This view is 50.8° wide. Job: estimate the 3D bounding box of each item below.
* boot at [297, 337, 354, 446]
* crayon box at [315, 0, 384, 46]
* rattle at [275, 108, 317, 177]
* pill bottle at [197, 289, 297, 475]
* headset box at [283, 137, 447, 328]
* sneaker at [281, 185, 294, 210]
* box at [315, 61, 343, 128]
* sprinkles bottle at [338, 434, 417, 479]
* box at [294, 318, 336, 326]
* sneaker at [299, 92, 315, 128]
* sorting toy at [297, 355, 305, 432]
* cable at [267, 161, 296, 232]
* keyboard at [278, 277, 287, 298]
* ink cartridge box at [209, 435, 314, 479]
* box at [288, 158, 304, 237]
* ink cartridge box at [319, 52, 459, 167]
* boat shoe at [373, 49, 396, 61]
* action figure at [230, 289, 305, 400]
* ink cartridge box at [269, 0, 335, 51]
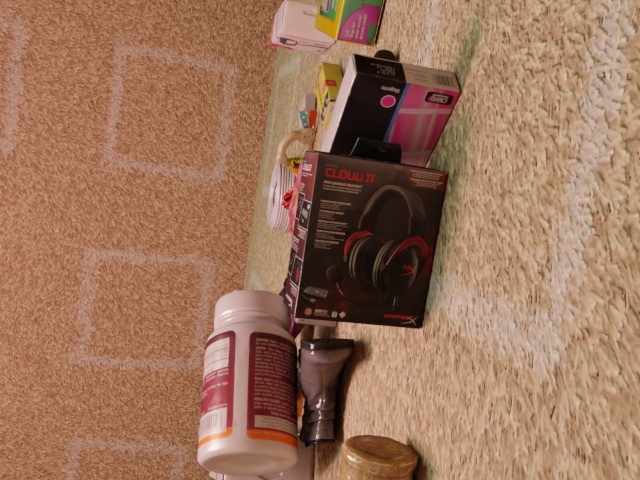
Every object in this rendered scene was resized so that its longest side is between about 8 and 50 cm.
[{"bbox_3d":[0.009,0.333,1.460,0.338,0.118,0.222,96,174,-73],"label":"boot"},{"bbox_3d":[0.090,-0.678,1.641,0.313,0.106,0.362,-115,34,-65],"label":"crayon box"},{"bbox_3d":[-0.043,-0.298,2.104,0.199,0.130,0.142,-53,31,10],"label":"rattle"},{"bbox_3d":[-0.165,0.330,1.587,0.224,0.224,0.391,116,158,-54],"label":"pill bottle"},{"bbox_3d":[0.071,-0.017,1.102,0.110,0.218,0.292,-146,64,-74],"label":"headset box"},{"bbox_3d":[-0.053,-0.075,1.874,0.087,0.128,0.221,-101,22,-53],"label":"sneaker"},{"bbox_3d":[0.030,-0.399,1.849,0.232,0.058,0.087,-97,18,-48],"label":"box"},{"bbox_3d":[0.066,0.493,1.057,0.121,0.121,0.355,-151,69,-76],"label":"sprinkles bottle"},{"bbox_3d":[-0.010,0.145,1.627,0.087,0.102,0.101,-126,45,-74],"label":"box"},{"bbox_3d":[-0.045,-0.410,2.206,0.070,0.051,0.134,127,151,-69],"label":"sneaker"},{"bbox_3d":[-0.061,0.416,1.842,0.193,0.038,0.208,131,144,-67],"label":"sorting toy"},{"bbox_3d":[-0.123,-0.155,2.313,0.257,0.089,0.256,-134,53,-74],"label":"cable"},{"bbox_3d":[-0.125,0.184,2.289,0.180,0.023,0.108,130,145,-66],"label":"keyboard"},{"bbox_3d":[-0.159,0.570,1.767,0.307,0.223,0.128,133,143,-69],"label":"ink cartridge box"},{"bbox_3d":[0.026,-0.039,1.463,0.299,0.154,0.142,-100,21,-56],"label":"box"},{"bbox_3d":[0.089,-0.144,1.183,0.370,0.176,0.069,111,160,-47],"label":"ink cartridge box"},{"bbox_3d":[0.121,-0.298,1.413,0.072,0.068,0.189,102,-176,-83],"label":"boat shoe"},{"bbox_3d":[-0.178,0.322,1.808,0.248,0.276,0.370,-48,15,56],"label":"action figure"},{"bbox_3d":[-0.053,-0.658,2.101,0.237,0.172,0.100,-154,72,-76],"label":"ink cartridge box"}]
